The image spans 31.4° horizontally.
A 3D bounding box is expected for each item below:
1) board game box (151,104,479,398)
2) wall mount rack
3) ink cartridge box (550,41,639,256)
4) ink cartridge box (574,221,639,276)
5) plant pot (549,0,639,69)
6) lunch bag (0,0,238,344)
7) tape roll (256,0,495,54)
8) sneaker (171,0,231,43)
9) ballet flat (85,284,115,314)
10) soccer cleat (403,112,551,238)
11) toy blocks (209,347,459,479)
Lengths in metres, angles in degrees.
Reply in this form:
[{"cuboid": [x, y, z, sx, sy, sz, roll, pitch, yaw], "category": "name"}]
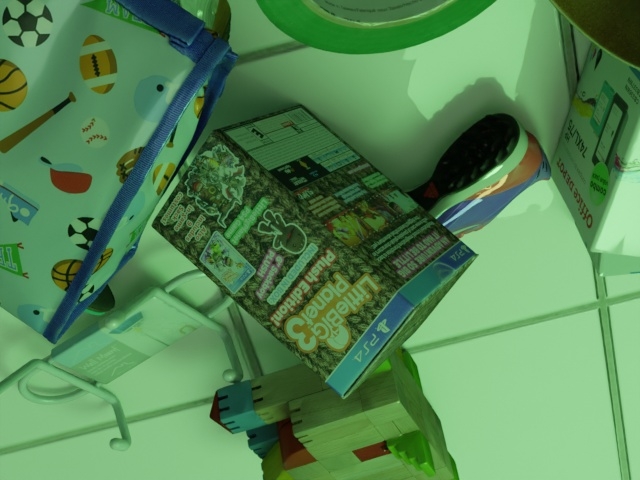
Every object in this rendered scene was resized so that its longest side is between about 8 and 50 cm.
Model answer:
[{"cuboid": [0.000, 0.000, 1.300, 0.291, 0.232, 0.141, 41, 116, 10], "category": "board game box"}, {"cuboid": [-0.268, 0.153, 1.463, 0.350, 0.130, 0.304, -32, 145, 15], "category": "wall mount rack"}, {"cuboid": [0.421, -0.137, 1.343, 0.197, 0.198, 0.270, 6, 122, -10], "category": "ink cartridge box"}, {"cuboid": [0.387, -0.012, 1.468, 0.088, 0.122, 0.052, -5, 127, -2], "category": "ink cartridge box"}, {"cuboid": [0.362, -0.331, 1.117, 0.254, 0.237, 0.237, -45, 119, -6], "category": "plant pot"}, {"cuboid": [-0.294, -0.146, 1.178, 0.328, 0.239, 0.385, 32, 130, -1], "category": "lunch bag"}, {"cuboid": [0.073, -0.332, 1.180, 0.321, 0.077, 0.321, -12, 148, -7], "category": "tape roll"}, {"cuboid": [-0.170, -0.259, 1.276, 0.131, 0.112, 0.296, 16, 120, 5], "category": "sneaker"}, {"cuboid": [-0.368, 0.001, 1.419, 0.280, 0.095, 0.096, 26, 108, -21], "category": "ballet flat"}, {"cuboid": [0.149, -0.030, 1.448, 0.318, 0.109, 0.116, -38, 133, 19], "category": "soccer cleat"}, {"cuboid": [0.018, 0.272, 1.571, 0.261, 0.191, 0.381, -19, 144, 11], "category": "toy blocks"}]
